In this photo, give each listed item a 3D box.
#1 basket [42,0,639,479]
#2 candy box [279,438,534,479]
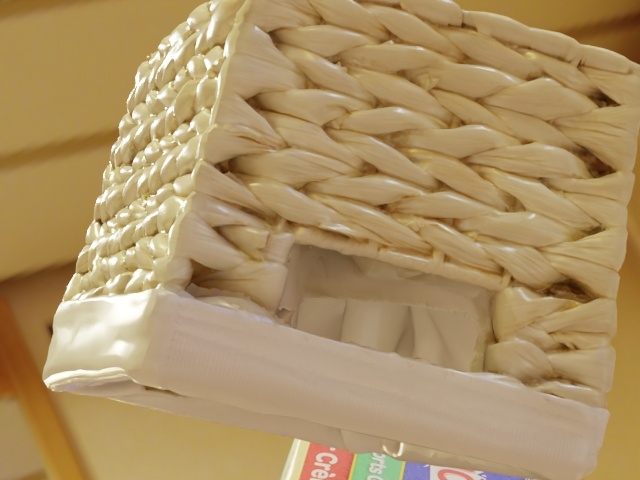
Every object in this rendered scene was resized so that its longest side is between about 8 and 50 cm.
[{"bbox_3d":[0.000,0.000,0.467,0.113,0.103,0.167,14,-9,-15],"label":"basket"},{"bbox_3d":[0.007,0.221,0.753,0.122,0.268,0.317,19,-65,2],"label":"candy box"}]
